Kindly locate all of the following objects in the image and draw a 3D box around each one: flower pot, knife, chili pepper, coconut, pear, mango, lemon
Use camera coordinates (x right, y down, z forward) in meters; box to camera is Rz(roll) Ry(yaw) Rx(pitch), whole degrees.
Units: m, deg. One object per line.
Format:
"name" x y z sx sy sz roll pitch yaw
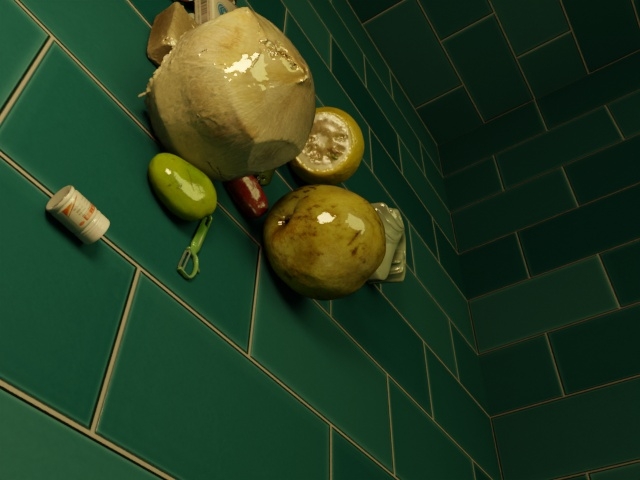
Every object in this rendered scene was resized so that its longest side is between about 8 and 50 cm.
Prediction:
"flower pot" 0.178 0.012 2.063 0.367 0.164 0.254 15 69 -70
"knife" -0.256 0.011 1.361 0.054 0.015 0.212 54 26 -28
"chili pepper" -0.178 -0.114 1.590 0.123 0.070 0.073 58 7 -13
"coconut" -0.173 -0.317 1.391 0.346 0.360 0.346 36 48 -52
"pear" 0.000 0.000 1.607 0.304 0.304 0.304 48 29 -37
"mango" -0.288 -0.105 1.327 0.163 0.089 0.117 34 46 -33
"lemon" 0.014 -0.280 1.961 0.219 0.240 0.240 39 29 -85

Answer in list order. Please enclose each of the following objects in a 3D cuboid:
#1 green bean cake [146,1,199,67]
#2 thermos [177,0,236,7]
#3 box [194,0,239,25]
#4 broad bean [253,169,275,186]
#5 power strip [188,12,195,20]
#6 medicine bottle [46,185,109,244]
"green bean cake" -0.347 -0.478 1.547 0.109 0.085 0.179 47 28 -40
"thermos" -0.376 -0.715 1.711 0.109 0.136 0.330 42 5 39
"box" -0.247 -0.475 1.714 0.200 0.065 0.343 21 60 -59
"broad bean" -0.141 -0.223 1.772 0.325 0.067 0.075 -77 154 -50
"power strip" -0.310 -0.568 1.763 0.191 0.047 0.030 21 52 -59
"medicine bottle" -0.397 -0.042 1.051 0.089 0.057 0.057 51 27 -33
